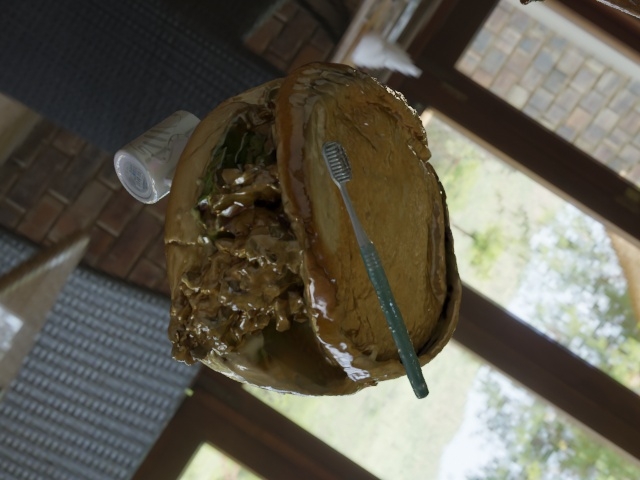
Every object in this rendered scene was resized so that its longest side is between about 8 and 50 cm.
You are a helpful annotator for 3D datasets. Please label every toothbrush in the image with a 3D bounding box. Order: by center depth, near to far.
[{"bbox_3d":[0.035,0.018,0.683,0.011,0.167,0.014,-24,-174,-31],"label":"toothbrush"}]

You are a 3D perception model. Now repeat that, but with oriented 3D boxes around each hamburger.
[{"bbox_3d":[0.000,0.000,0.832,0.146,0.243,0.286,-15,-153,34],"label":"hamburger"}]

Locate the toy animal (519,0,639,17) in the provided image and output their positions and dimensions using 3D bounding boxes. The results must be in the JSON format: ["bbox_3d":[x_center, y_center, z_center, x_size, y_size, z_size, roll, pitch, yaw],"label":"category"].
[{"bbox_3d":[0.296,-0.292,1.275,0.229,0.224,0.066,-16,154,-44],"label":"toy animal"}]

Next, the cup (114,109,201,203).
[{"bbox_3d":[-0.229,-0.131,1.749,0.133,0.099,0.136,-39,-158,-34],"label":"cup"}]
